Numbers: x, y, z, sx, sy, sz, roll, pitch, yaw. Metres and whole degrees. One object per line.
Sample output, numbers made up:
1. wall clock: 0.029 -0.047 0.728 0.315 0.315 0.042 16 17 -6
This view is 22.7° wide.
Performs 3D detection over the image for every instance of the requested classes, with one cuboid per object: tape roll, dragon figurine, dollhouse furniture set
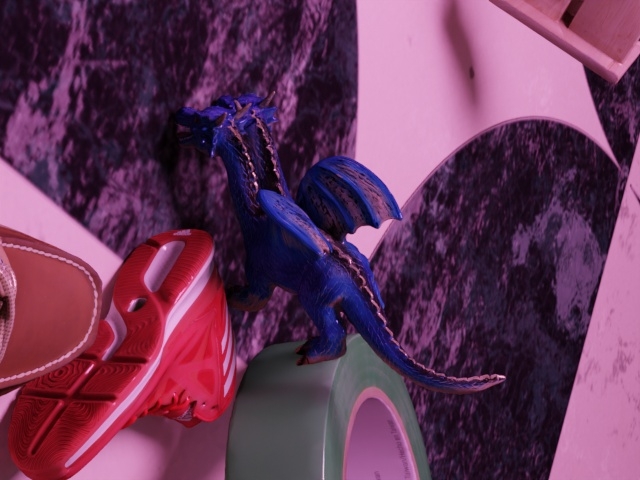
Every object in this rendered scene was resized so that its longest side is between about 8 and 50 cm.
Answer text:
1. tape roll: 0.018 0.232 1.198 0.321 0.077 0.321 -9 90 -73
2. dragon figurine: 0.000 0.000 1.092 0.085 0.289 0.144 -25 134 -33
3. dollhouse furniture set: 0.266 -0.329 1.344 0.174 0.355 0.303 -47 170 -43

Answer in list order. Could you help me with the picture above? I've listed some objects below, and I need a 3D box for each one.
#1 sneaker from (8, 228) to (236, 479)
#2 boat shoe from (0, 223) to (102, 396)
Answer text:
1. sneaker: -0.112 0.105 1.064 0.221 0.087 0.128 -54 135 -38
2. boat shoe: -0.222 0.047 0.848 0.324 0.120 0.122 -1 95 -57
